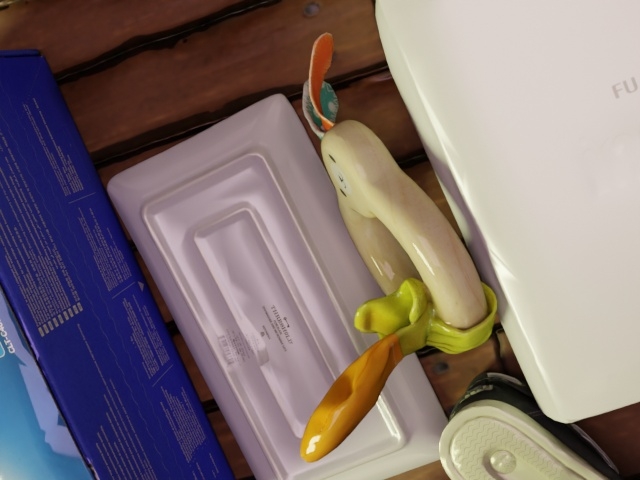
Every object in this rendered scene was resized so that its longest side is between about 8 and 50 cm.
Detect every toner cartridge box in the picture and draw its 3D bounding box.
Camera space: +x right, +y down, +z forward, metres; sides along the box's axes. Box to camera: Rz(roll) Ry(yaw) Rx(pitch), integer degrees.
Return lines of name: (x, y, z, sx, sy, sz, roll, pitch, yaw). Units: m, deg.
toner cartridge box: (-0.167, 0.058, 0.588, 0.075, 0.165, 0.348, -21, 97, 15)

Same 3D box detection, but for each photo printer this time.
photo printer: (0.184, -0.081, 0.521, 0.256, 0.107, 0.308, -22, 98, 14)

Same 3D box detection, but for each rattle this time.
rattle: (0.000, 0.000, 0.555, 0.142, 0.130, 0.200, -33, 96, 5)

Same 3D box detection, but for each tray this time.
tray: (-0.029, 0.054, 0.631, 0.145, 0.030, 0.270, -25, 97, 16)

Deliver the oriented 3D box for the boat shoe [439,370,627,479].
boat shoe: (0.176, 0.175, 0.593, 0.233, 0.079, 0.084, 44, 109, 2)
